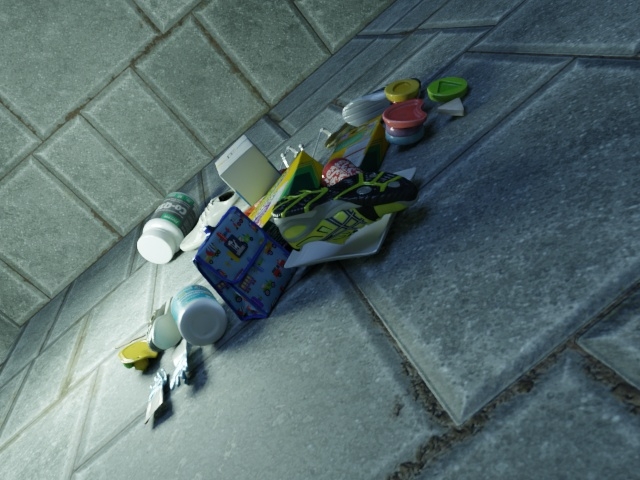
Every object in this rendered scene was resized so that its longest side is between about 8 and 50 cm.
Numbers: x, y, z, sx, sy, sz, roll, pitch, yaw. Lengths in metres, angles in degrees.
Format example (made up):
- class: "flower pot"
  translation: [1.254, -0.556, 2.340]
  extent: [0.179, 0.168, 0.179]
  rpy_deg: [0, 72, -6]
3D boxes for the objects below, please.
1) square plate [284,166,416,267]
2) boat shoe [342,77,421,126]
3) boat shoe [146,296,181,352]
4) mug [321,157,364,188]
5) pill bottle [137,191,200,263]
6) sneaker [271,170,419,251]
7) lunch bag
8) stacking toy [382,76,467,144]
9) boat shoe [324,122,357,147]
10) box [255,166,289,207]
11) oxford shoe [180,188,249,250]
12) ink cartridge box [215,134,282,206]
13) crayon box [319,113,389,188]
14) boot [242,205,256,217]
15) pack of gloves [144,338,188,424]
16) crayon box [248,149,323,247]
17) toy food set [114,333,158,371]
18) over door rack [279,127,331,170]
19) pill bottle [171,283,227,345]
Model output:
- class: "square plate"
  translation: [0.093, -0.053, 1.595]
  extent: [0.344, 0.049, 0.347]
  rpy_deg: [-11, 38, 42]
- class: "boat shoe"
  translation: [0.247, -0.538, 2.163]
  extent: [0.335, 0.121, 0.119]
  rpy_deg: [-11, 29, 32]
- class: "boat shoe"
  translation: [-0.542, 0.302, 1.907]
  extent: [0.091, 0.109, 0.305]
  rpy_deg: [-37, 18, 11]
- class: "mug"
  translation: [0.087, -0.152, 1.620]
  extent: [0.113, 0.150, 0.169]
  rpy_deg: [-7, 23, -21]
- class: "pill bottle"
  translation: [-0.741, -0.062, 2.711]
  extent: [0.204, 0.204, 0.361]
  rpy_deg: [-28, 28, 29]
- class: "sneaker"
  translation: [0.072, -0.076, 1.468]
  extent: [0.385, 0.147, 0.145]
  rpy_deg: [-11, 31, 13]
- class: "lunch bag"
  translation: [-0.237, 0.057, 1.623]
  extent: [0.138, 0.293, 0.220]
  rpy_deg: [-16, 35, 46]
- class: "stacking toy"
  translation: [0.352, -0.424, 1.854]
  extent: [0.280, 0.130, 0.308]
  rpy_deg: [-2, 41, 17]
- class: "boat shoe"
  translation: [0.083, -0.432, 2.302]
  extent: [0.153, 0.048, 0.056]
  rpy_deg: [-42, 35, 17]
- class: "box"
  translation: [-0.154, -0.188, 2.131]
  extent: [0.257, 0.122, 0.128]
  rpy_deg: [-6, 43, 53]
- class: "oxford shoe"
  translation: [-0.473, -0.111, 2.485]
  extent: [0.449, 0.130, 0.169]
  rpy_deg: [-36, 26, 16]
- class: "ink cartridge box"
  translation: [-0.273, -0.266, 2.077]
  extent: [0.168, 0.171, 0.232]
  rpy_deg: [-43, 24, 3]
- class: "crayon box"
  translation: [0.124, -0.290, 1.934]
  extent: [0.203, 0.083, 0.322]
  rpy_deg: [-21, 32, 40]
- class: "boot"
  translation: [-0.272, -0.113, 2.268]
  extent: [0.085, 0.059, 0.157]
  rpy_deg: [-19, 31, 33]
- class: "pack of gloves"
  translation: [-0.444, 0.420, 1.653]
  extent: [0.195, 0.046, 0.232]
  rpy_deg: [-52, 20, 5]
- class: "crayon box"
  translation: [-0.147, -0.086, 1.860]
  extent: [0.363, 0.106, 0.313]
  rpy_deg: [-46, 19, 31]
- class: "toy food set"
  translation: [-0.631, 0.404, 1.925]
  extent: [0.128, 0.071, 0.218]
  rpy_deg: [-25, 18, -25]
- class: "over door rack"
  translation: [-0.117, -0.362, 2.398]
  extent: [0.240, 0.108, 0.324]
  rpy_deg: [-19, 32, 39]
- class: "pill bottle"
  translation: [-0.394, 0.225, 1.757]
  extent: [0.146, 0.146, 0.264]
  rpy_deg: [-45, 24, -9]
